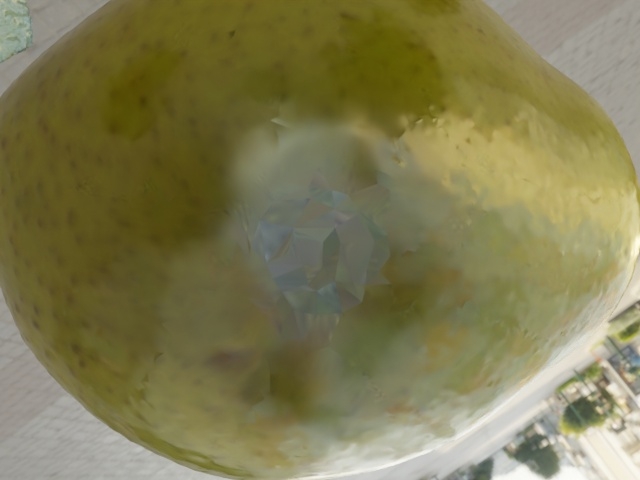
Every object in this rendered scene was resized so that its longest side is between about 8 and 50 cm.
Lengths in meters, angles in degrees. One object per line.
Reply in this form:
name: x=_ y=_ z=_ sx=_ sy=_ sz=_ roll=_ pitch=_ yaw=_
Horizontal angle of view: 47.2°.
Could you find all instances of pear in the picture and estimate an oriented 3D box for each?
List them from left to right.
pear: x=0.000 y=0.000 z=0.415 sx=0.386 sy=0.340 sz=0.191 roll=-3 pitch=-167 yaw=-3

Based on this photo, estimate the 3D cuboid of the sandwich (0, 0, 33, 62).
sandwich: x=-0.150 y=-0.116 z=0.283 sx=0.093 sy=0.036 sz=0.105 roll=31 pitch=79 yaw=-50
